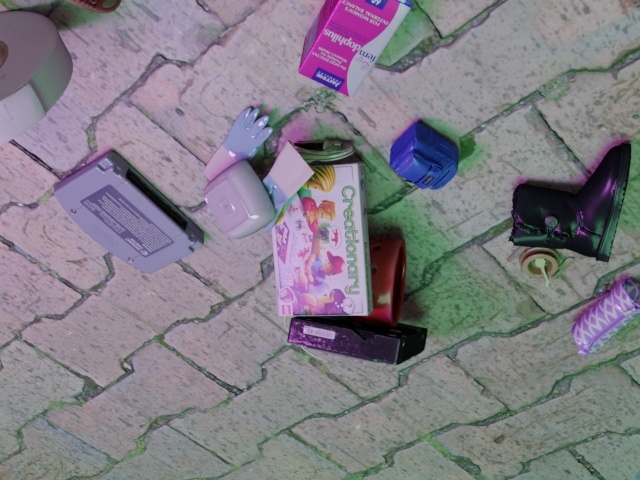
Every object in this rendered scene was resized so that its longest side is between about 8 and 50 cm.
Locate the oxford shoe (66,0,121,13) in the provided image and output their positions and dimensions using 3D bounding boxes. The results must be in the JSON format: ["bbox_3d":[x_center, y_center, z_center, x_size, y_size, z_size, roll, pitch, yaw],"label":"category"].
[{"bbox_3d":[-0.496,-0.495,1.502,0.348,0.123,0.130,34,156,-25],"label":"oxford shoe"}]

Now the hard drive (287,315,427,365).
[{"bbox_3d":[0.090,0.208,1.941,0.237,0.339,0.064,10,92,15],"label":"hard drive"}]

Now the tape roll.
[{"bbox_3d":[-0.617,-0.262,1.534,0.392,0.392,0.072,-6,133,14],"label":"tape roll"}]

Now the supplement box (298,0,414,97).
[{"bbox_3d":[0.060,-0.370,1.514,0.111,0.114,0.220,22,135,-14],"label":"supplement box"}]

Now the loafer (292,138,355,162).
[{"bbox_3d":[0.004,-0.180,1.760,0.125,0.045,0.039,-7,126,19],"label":"loafer"}]

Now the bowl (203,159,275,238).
[{"bbox_3d":[-0.171,-0.075,1.789,0.142,0.053,0.142,-29,90,42],"label":"bowl"}]

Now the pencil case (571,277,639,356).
[{"bbox_3d":[0.644,0.170,1.973,0.086,0.088,0.206,23,134,-11],"label":"pencil case"}]

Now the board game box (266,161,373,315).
[{"bbox_3d":[0.000,0.000,1.801,0.193,0.053,0.305,-3,96,18],"label":"board game box"}]

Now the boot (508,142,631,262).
[{"bbox_3d":[0.480,-0.084,1.735,0.207,0.094,0.246,13,116,16],"label":"boot"}]

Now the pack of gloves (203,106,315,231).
[{"bbox_3d":[-0.116,-0.143,1.779,0.195,0.046,0.232,50,133,10],"label":"pack of gloves"}]

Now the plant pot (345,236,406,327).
[{"bbox_3d":[0.087,0.084,1.911,0.174,0.191,0.191,5,136,15],"label":"plant pot"}]

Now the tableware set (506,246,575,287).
[{"bbox_3d":[0.494,0.021,1.882,0.128,0.039,0.194,21,134,-12],"label":"tableware set"}]

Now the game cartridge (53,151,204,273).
[{"bbox_3d":[-0.422,-0.052,1.949,0.198,0.062,0.297,-22,128,33],"label":"game cartridge"}]

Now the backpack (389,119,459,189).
[{"bbox_3d":[0.203,-0.149,1.719,0.120,0.101,0.098,26,139,-21],"label":"backpack"}]
